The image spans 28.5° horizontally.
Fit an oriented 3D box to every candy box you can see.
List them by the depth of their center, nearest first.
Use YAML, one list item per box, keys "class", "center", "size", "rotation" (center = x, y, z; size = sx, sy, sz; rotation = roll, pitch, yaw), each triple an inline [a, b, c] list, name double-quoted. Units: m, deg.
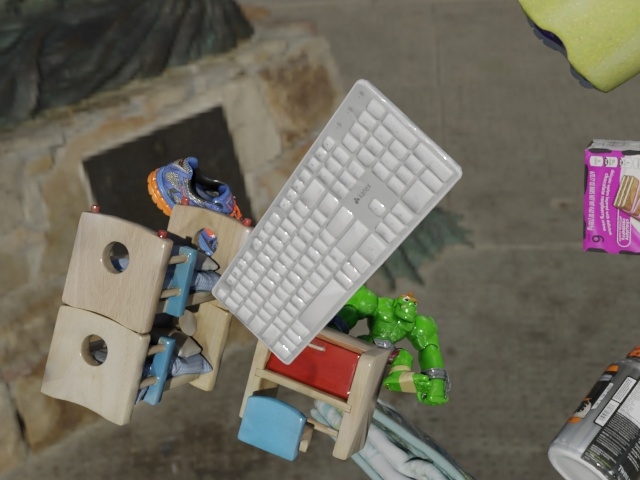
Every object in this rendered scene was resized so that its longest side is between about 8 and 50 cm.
- class: "candy box"
  center: [0.499, -0.058, 1.813]
  size: [0.233, 0.159, 0.071]
  rotation: [4, 19, 20]

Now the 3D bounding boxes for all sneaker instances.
- class: "sneaker"
  center: [0.349, -0.290, 1.737]
  size: [0.068, 0.071, 0.170]
  rotation: [-33, 69, -11]
- class: "sneaker"
  center: [-0.152, -0.037, 1.856]
  size: [0.087, 0.221, 0.083]
  rotation: [-36, 23, 34]

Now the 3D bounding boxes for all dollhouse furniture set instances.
- class: "dollhouse furniture set"
  center: [-0.060, 0.060, 0.833]
  size: [0.184, 0.128, 0.129]
  rotation: [19, 12, 21]

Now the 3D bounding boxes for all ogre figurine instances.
- class: "ogre figurine"
  center: [0.083, 0.127, 1.618]
  size: [0.197, 0.097, 0.118]
  rotation: [14, 55, -5]

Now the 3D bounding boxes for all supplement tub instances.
- class: "supplement tub"
  center: [0.392, 0.236, 1.637]
  size: [0.117, 0.117, 0.190]
  rotation: [24, 63, 40]

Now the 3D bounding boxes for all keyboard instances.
- class: "keyboard"
  center: [0.000, 0.000, 0.737]
  size: [0.072, 0.256, 0.014]
  rotation: [48, 55, 7]

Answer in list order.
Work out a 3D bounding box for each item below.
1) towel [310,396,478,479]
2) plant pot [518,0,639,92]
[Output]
- class: "towel"
  center: [0.175, 0.347, 1.748]
  size: [0.090, 0.320, 0.374]
  rotation: [-51, 35, -1]
- class: "plant pot"
  center: [0.331, -0.296, 1.281]
  size: [0.254, 0.276, 0.276]
  rotation: [-41, 24, 19]
